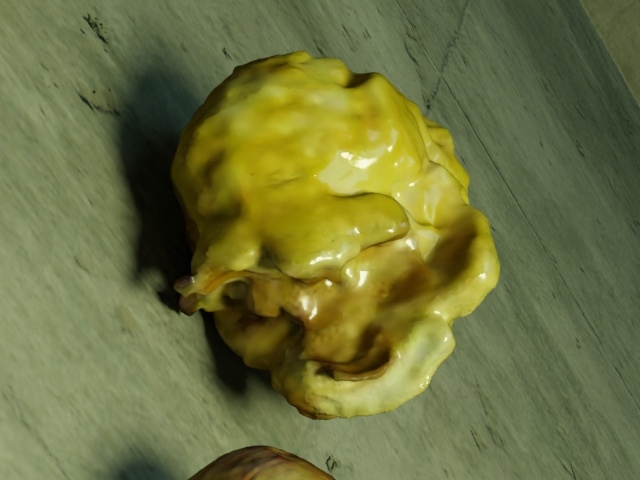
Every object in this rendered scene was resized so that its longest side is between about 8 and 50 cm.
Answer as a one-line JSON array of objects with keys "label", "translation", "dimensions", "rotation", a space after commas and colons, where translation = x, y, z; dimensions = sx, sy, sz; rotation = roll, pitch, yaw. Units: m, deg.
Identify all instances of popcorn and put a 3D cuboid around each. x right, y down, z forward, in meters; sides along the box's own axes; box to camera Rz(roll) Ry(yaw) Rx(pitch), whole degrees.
[{"label": "popcorn", "translation": [0.004, 0.002, 1.002], "dimensions": [0.190, 0.191, 0.253], "rotation": [89, -5, -53]}]

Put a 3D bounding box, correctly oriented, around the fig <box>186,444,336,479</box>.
[{"label": "fig", "translation": [-0.031, 0.191, 0.759], "dimensions": [0.160, 0.143, 0.231], "rotation": [35, 25, 13]}]
